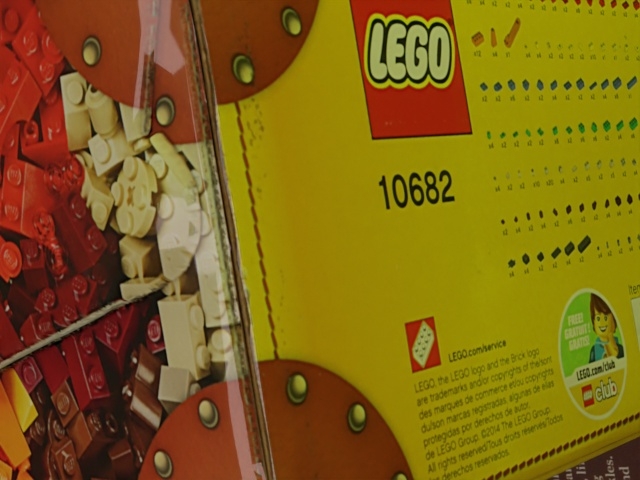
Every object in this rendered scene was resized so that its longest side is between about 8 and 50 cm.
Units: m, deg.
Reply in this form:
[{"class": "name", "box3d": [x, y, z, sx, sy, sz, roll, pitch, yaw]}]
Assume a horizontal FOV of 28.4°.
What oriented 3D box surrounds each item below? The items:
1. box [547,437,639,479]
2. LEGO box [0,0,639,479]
[{"class": "box", "box3d": [0.192, 0.154, 0.652, 0.203, 0.167, 0.168, -9, 88, 49]}, {"class": "LEGO box", "box3d": [0.000, 0.000, 0.622, 0.372, 0.500, 0.193, -9, 89, 41]}]
